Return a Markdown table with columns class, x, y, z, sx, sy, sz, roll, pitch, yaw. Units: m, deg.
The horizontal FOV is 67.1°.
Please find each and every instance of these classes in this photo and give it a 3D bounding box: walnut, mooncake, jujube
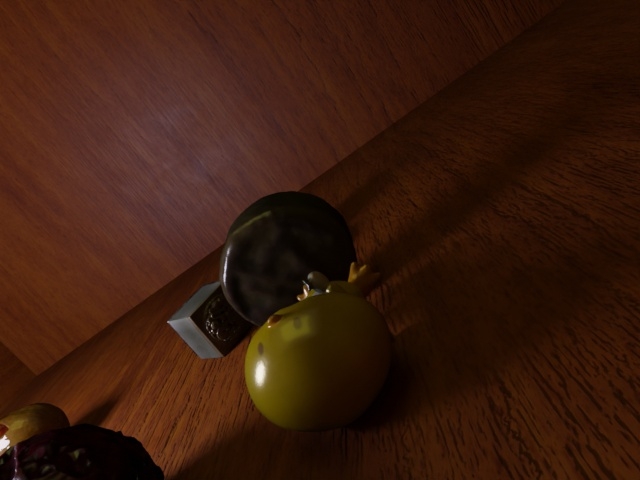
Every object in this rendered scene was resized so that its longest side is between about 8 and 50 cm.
| class | x | y | z | sx | sy | sz | roll | pitch | yaw |
| --- | --- | --- | --- | --- | --- | --- | --- | --- | --- |
| walnut | -0.840 | 0.576 | 1.355 | 0.298 | 0.203 | 0.203 | -33 | 15 | 22 |
| mooncake | -0.065 | 0.046 | 0.999 | 0.285 | 0.284 | 0.155 | -35 | 20 | 7 |
| jujube | -0.356 | 0.395 | 0.694 | 0.258 | 0.258 | 0.377 | -44 | 22 | -25 |

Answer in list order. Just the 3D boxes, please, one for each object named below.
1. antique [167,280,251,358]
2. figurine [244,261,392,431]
| class | x | y | z | sx | sy | sz | roll | pitch | yaw |
| --- | --- | --- | --- | --- | --- | --- | --- | --- | --- |
| antique | -0.275 | 0.204 | 1.258 | 0.148 | 0.146 | 0.152 | -19 | 24 | 47 |
| figurine | 0.011 | 0.139 | 0.745 | 0.215 | 0.187 | 0.343 | -42 | 6 | 20 |
